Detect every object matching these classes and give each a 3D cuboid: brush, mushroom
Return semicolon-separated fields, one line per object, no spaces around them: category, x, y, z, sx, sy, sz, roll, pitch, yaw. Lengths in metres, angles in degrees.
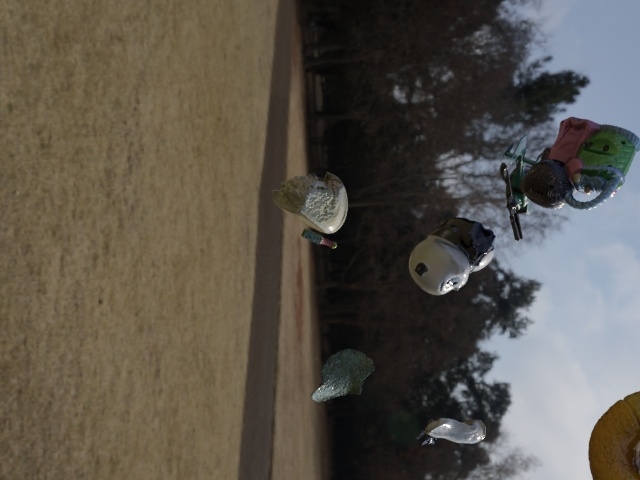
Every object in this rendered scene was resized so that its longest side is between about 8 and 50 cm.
brush;0.000;0.000;1.377;0.019;0.083;0.021;-61;-154;12
mushroom;0.305;0.429;1.528;0.059;0.202;0.054;-59;-137;15

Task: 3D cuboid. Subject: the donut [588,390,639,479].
donut;0.600;0.379;1.153;0.110;0.302;0.303;38;34;-35

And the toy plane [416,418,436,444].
toy plane;0.301;0.526;1.835;0.031;0.078;0.083;-118;-150;-56

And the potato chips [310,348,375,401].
potato chips;0.067;0.472;2.272;0.228;0.167;0.059;-61;-165;6

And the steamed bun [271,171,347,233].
steamed bun;-0.032;-0.137;2.031;0.225;0.200;0.171;26;-91;50

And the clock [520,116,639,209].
clock;0.523;-0.147;1.366;0.100;0.196;0.194;42;-7;-39

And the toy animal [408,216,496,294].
toy animal;0.274;0.039;1.429;0.138;0.179;0.166;40;-16;14

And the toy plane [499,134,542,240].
toy plane;0.568;-0.164;1.896;0.155;0.106;0.382;-53;151;-23
